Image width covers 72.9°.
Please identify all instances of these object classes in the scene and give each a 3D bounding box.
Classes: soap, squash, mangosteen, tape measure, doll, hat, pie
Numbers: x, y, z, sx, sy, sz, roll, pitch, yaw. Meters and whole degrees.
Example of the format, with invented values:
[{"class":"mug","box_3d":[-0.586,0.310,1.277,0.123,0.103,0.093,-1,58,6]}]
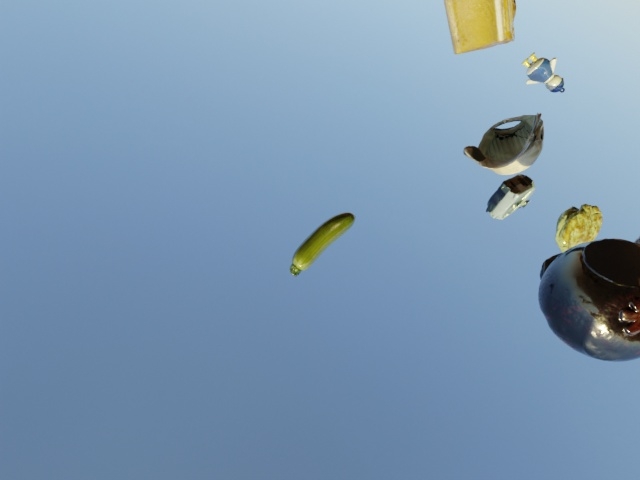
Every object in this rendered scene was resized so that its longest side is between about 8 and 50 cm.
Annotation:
[{"class":"soap","box_3d":[0.189,-0.349,0.525,0.080,0.257,0.161,0,-120,27]},{"class":"squash","box_3d":[0.000,0.000,1.268,0.258,0.069,0.069,-42,-105,-12]},{"class":"mangosteen","box_3d":[0.612,0.113,0.945,0.287,0.233,0.288,-5,-143,4]},{"class":"tape measure","box_3d":[0.725,-0.164,1.648,0.180,0.182,0.107,-25,-117,-26]},{"class":"doll","box_3d":[0.629,-0.462,1.212,0.143,0.099,0.058,38,-126,-5]},{"class":"hat","box_3d":[0.573,-0.273,1.303,0.161,0.231,0.275,57,-146,-8]},{"class":"pie","box_3d":[0.908,-0.036,1.536,0.247,0.201,0.090,16,-170,-39]}]

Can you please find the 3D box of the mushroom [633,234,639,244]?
[{"class":"mushroom","box_3d":[1.405,0.026,1.810,0.253,0.253,0.153,-24,-119,-37]}]
